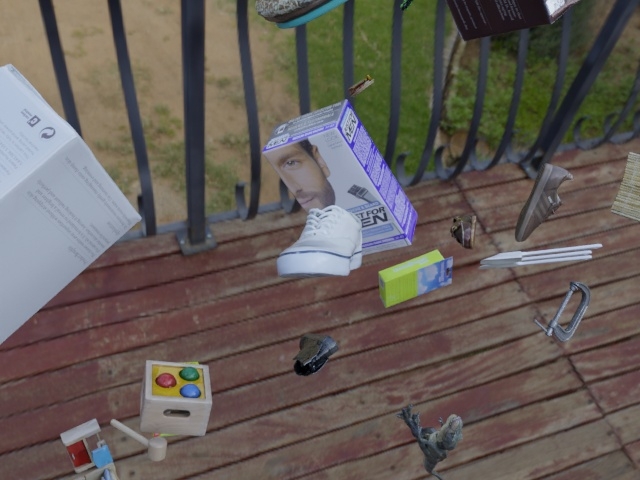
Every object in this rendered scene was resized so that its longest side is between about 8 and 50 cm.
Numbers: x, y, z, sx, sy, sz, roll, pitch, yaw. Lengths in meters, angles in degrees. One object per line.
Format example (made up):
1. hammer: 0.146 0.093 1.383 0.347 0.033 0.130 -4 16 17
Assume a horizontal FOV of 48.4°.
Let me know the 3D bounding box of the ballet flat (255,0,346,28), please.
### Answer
1. ballet flat: 0.130 -0.381 0.668 0.483 0.182 0.164 -24 35 3

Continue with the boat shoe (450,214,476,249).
1. boat shoe: 0.402 -0.023 2.005 0.073 0.073 0.207 5 15 11

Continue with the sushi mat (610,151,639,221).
1. sushi mat: 0.824 -0.085 1.594 0.317 0.151 0.019 25 15 36

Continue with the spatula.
1. spatula: 0.455 0.039 1.490 0.242 0.168 0.019 -6 76 9

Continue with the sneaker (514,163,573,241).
1. sneaker: 0.479 -0.070 1.530 0.071 0.188 0.066 18 30 4

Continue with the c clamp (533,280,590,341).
1. c clamp: 0.543 0.153 1.565 0.160 0.137 0.022 -53 34 -15

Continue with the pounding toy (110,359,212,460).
1. pounding toy: -0.305 0.319 1.366 0.181 0.094 0.206 8 23 -17

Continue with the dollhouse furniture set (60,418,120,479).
1. dollhouse furniture set: -0.470 0.486 1.421 0.129 0.183 0.129 -22 29 -22

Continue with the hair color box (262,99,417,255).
1. hair color box: 0.049 -0.117 1.519 0.185 0.338 0.110 -14 37 31

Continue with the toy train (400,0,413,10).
1. toy train: 0.189 -0.499 1.437 0.017 0.083 0.023 28 46 -16

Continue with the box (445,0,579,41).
1. box: 0.334 -0.468 1.225 0.168 0.167 0.203 -42 25 -25

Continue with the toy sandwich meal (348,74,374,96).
1. toy sandwich meal: 0.109 -0.420 1.929 0.085 0.086 0.029 -40 96 -32

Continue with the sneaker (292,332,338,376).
1. sneaker: -0.024 0.222 1.365 0.089 0.170 0.051 -39 98 -25

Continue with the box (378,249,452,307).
1. box: 0.230 0.090 1.722 0.178 0.109 0.042 -20 49 -10

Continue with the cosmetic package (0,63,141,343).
1. cosmetic package: -0.426 0.014 0.823 0.385 0.217 0.156 -42 67 -14

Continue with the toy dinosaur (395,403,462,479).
1. toy dinosaur: 0.196 0.364 1.306 0.064 0.268 0.118 -30 61 -17

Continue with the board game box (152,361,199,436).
1. board game box: -0.339 0.371 1.661 0.092 0.181 0.043 2 26 -24

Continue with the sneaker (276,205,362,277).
1. sneaker: 0.000 0.000 0.943 0.094 0.258 0.091 -2 93 11
